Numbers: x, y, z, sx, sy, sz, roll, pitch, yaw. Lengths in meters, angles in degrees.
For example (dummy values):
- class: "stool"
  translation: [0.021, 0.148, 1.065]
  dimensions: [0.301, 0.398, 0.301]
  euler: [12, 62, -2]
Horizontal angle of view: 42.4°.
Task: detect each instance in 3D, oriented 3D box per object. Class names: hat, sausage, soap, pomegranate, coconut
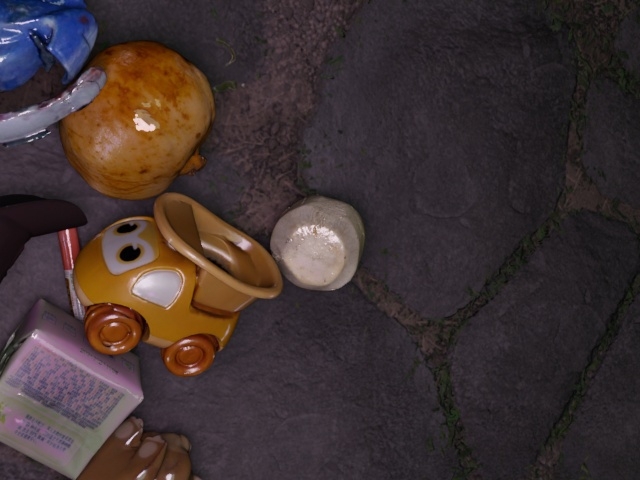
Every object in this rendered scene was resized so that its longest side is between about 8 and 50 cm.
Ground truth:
- class: "hat"
  translation: [-0.508, 0.029, 1.174]
  dimensions: [0.336, 0.238, 0.208]
  euler: [3, 90, -32]
- class: "sausage"
  translation: [-0.389, 0.083, 1.323]
  dimensions: [0.034, 0.034, 0.253]
  euler: [-11, 97, -21]
- class: "soap"
  translation: [-0.399, 0.223, 1.253]
  dimensions: [0.199, 0.138, 0.182]
  euler: [37, 99, -20]
- class: "pomegranate"
  translation: [-0.273, -0.177, 1.249]
  dimensions: [0.248, 0.248, 0.248]
  euler: [-1, 94, -21]
- class: "coconut"
  translation: [-0.003, 0.000, 1.410]
  dimensions: [0.161, 0.162, 0.161]
  euler: [1, 106, 4]

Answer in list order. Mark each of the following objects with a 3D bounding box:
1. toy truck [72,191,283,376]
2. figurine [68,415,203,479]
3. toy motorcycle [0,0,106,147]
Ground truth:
- class: "toy truck"
  translation: [-0.225, 0.066, 1.265]
  dimensions: [0.288, 0.204, 0.211]
  euler: [27, 111, -31]
- class: "figurine"
  translation: [-0.299, 0.410, 1.300]
  dimensions: [0.247, 0.177, 0.173]
  euler: [-59, 141, -42]
- class: "toy motorcycle"
  translation: [-0.439, -0.244, 1.141]
  dimensions: [0.319, 0.182, 0.241]
  euler: [-31, 97, -12]
